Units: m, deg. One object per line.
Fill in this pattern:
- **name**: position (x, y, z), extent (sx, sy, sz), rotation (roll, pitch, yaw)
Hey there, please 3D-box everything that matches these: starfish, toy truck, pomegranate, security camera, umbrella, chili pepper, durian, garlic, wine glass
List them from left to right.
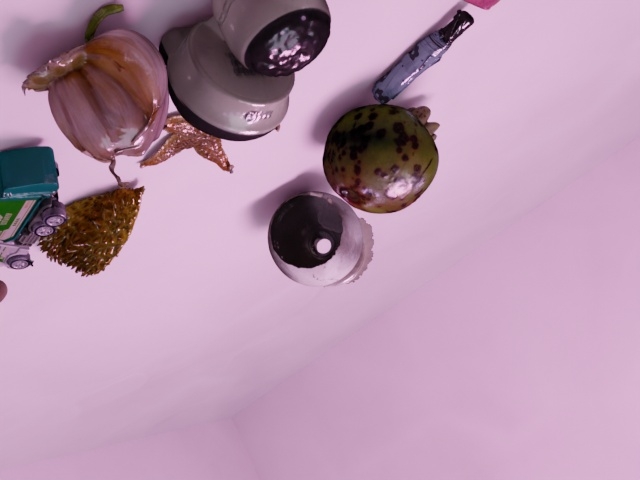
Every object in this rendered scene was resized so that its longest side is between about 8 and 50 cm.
- **toy truck**: position (-0.503, -0.053, 1.440), extent (0.124, 0.114, 0.253), rotation (10, 141, -40)
- **garlic**: position (-0.316, -0.181, 1.202), extent (0.207, 0.257, 0.207), rotation (2, 135, 2)
- **durian**: position (-0.431, -0.012, 1.659), extent (0.252, 0.144, 0.139), rotation (-46, 176, 31)
- **chili pepper**: position (-0.303, -0.301, 1.198), extent (0.083, 0.017, 0.030), rotation (-38, 160, 35)
- **starfish**: position (-0.186, -0.205, 1.565), extent (0.231, 0.048, 0.295), rotation (11, 137, -46)
- **security camera**: position (-0.093, -0.289, 1.248), extent (0.197, 0.191, 0.277), rotation (-11, 154, -36)
- **wine glass**: position (0.000, 0.000, 2.081), extent (0.238, 0.238, 0.323), rotation (-29, 170, 5)
- **pomegranate**: position (0.156, -0.185, 1.804), extent (0.306, 0.242, 0.242), rotation (-27, 163, -24)
- **umbrella**: position (0.198, -0.351, 1.686), extent (0.250, 0.052, 0.053), rotation (-38, 158, 31)

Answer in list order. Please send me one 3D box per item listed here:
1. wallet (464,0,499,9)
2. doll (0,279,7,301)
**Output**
- **wallet**: position (0.278, -0.471, 1.527), extent (0.119, 0.025, 0.232), rotation (-38, 157, 31)
- **doll**: position (-0.747, 0.153, 1.487), extent (0.370, 0.226, 0.215), rotation (-26, 127, 8)
